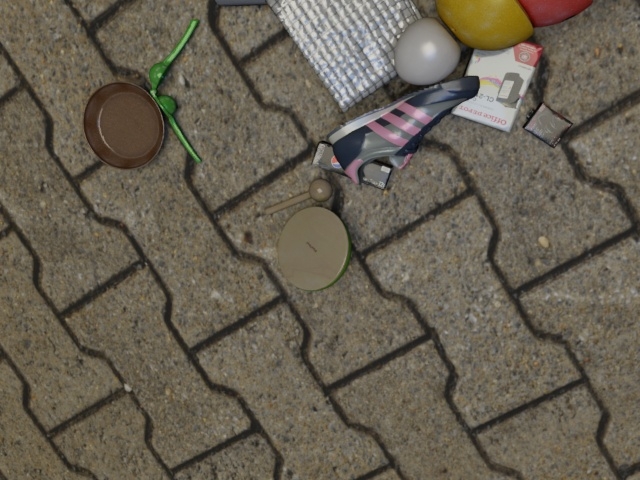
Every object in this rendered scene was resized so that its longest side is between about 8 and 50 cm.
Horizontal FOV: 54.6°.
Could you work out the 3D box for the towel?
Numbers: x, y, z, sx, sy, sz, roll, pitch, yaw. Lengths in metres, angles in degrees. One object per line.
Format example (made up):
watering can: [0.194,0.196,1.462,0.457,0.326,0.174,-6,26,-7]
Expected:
towel: [0.060,-0.435,1.233,0.235,0.121,0.284,-36,105,8]

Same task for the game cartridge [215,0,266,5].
game cartridge: [-0.148,-0.636,1.264,0.196,0.060,0.294,2,104,13]

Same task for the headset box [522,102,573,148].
headset box: [0.460,-0.237,1.265,0.083,0.032,0.062,34,107,-1]

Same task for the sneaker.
sneaker: [0.177,-0.216,1.227,0.319,0.112,0.131,-21,91,24]

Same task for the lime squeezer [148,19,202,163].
lime squeezer: [-0.323,-0.328,1.377,0.110,0.059,0.310,-4,104,-21]

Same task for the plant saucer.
plant saucer: [-0.444,-0.261,1.413,0.198,0.036,0.199,2,105,9]

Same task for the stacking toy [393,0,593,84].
stacking toy: [0.322,-0.458,1.090,0.480,0.350,0.350,-40,94,22]

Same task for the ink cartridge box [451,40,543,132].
ink cartridge box: [0.350,-0.318,1.243,0.127,0.072,0.175,19,106,5]

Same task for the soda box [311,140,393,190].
soda box: [0.069,-0.163,1.335,0.169,0.060,0.053,21,104,4]

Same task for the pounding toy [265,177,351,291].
pounding toy: [0.000,0.000,1.381,0.183,0.110,0.237,-29,68,26]
